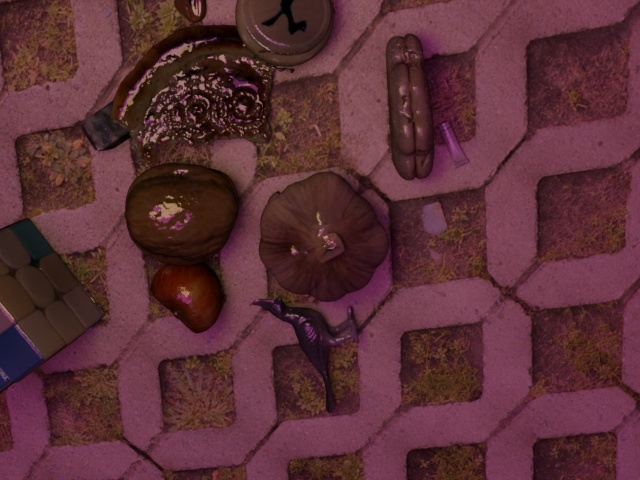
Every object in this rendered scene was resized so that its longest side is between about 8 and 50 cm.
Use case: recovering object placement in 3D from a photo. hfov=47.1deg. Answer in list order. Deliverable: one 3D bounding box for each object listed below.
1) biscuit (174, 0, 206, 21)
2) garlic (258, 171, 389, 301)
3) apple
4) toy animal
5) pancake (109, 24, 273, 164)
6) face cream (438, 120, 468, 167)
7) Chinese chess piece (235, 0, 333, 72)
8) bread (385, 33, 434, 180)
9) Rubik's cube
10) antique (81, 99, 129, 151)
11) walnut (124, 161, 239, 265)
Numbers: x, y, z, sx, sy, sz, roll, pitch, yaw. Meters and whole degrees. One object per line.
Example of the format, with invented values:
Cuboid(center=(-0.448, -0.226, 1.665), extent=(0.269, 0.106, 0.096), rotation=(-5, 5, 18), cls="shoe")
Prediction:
Cuboid(center=(-0.277, -0.684, 1.747), extent=(0.183, 0.047, 0.320), rotation=(25, 105, 5), cls="biscuit")
Cuboid(center=(0.001, -0.001, 1.768), extent=(0.322, 0.241, 0.322), rotation=(9, 109, 28), cls="garlic")
Cuboid(center=(-0.332, 0.135, 1.859), extent=(0.195, 0.173, 0.160), rotation=(41, 106, -6), cls="apple")
Cuboid(center=(0.008, 0.253, 1.886), extent=(0.206, 0.081, 0.367), rotation=(-30, 104, 9), cls="toy animal")
Cuboid(center=(-0.297, -0.354, 1.753), extent=(0.427, 0.067, 0.305), rotation=(-11, 99, -7), cls="pancake")
Cuboid(center=(0.318, -0.232, 1.767), extent=(0.038, 0.020, 0.115), rotation=(-24, 100, 11), cls="face cream")
Cuboid(center=(-0.081, -0.514, 1.694), extent=(0.238, 0.092, 0.238), rotation=(0, 88, -10), cls="Chinese chess piece")
Cuboid(center=(0.208, -0.303, 1.689), extent=(0.102, 0.183, 0.337), rotation=(-6, 102, 1), cls="bread")
Cuboid(center=(-0.832, 0.197, 1.856), extent=(0.344, 0.346, 0.347), rotation=(-36, 94, 13), cls="Rubik's cube")
Cuboid(center=(-0.501, -0.300, 1.835), extent=(0.183, 0.088, 0.086), rotation=(-31, 95, 13), cls="antique")
Cuboid(center=(-0.338, -0.065, 1.790), extent=(0.283, 0.227, 0.283), rotation=(-1, 108, -3), cls="walnut")
